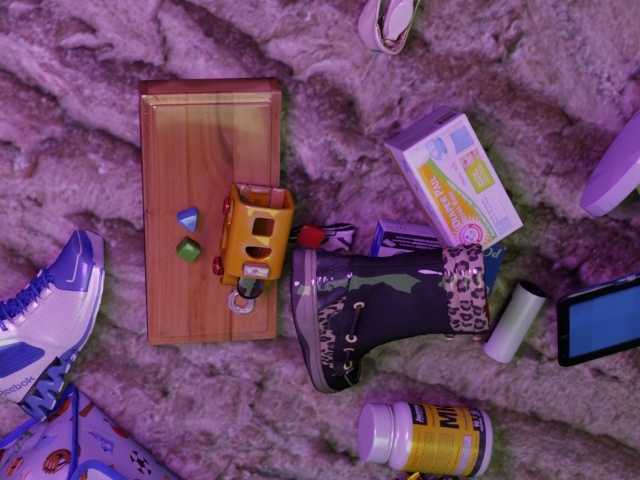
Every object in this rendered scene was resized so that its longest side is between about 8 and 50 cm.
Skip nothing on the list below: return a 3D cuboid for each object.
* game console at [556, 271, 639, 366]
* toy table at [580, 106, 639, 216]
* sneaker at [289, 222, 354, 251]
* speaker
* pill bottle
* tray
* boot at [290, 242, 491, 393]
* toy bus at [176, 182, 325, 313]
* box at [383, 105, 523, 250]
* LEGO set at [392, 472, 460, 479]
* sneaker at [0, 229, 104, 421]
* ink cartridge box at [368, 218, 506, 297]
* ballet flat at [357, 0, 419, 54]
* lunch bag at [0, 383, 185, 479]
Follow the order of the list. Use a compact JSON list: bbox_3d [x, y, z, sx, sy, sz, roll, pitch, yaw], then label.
[{"bbox_3d":[0.530,0.169,1.989,0.173,0.250,0.293,-45,153,-12],"label":"game console"},{"bbox_3d":[0.543,-0.115,1.888,0.161,0.252,0.274,34,119,-7],"label":"toy table"},{"bbox_3d":[0.000,0.000,1.942,0.109,0.040,0.043,-2,118,-9],"label":"sneaker"},{"bbox_3d":[0.324,0.135,2.061,0.055,0.055,0.136,19,112,-19],"label":"speaker"},{"bbox_3d":[0.175,0.334,2.095,0.208,0.119,0.119,7,114,-15],"label":"pill bottle"},{"bbox_3d":[-0.166,-0.038,1.874,0.203,0.076,0.411,-3,116,-10],"label":"tray"},{"bbox_3d":[0.113,0.119,1.873,0.284,0.138,0.377,-5,147,6],"label":"boot"},{"bbox_3d":[-0.098,0.017,1.814,0.191,0.104,0.202,-36,117,8],"label":"toy bus"},{"bbox_3d":[0.201,-0.085,1.876,0.114,0.103,0.203,-33,108,-5],"label":"box"},{"bbox_3d":[0.241,0.570,2.183,0.255,0.192,0.331,-31,117,5],"label":"LEGO set"},{"bbox_3d":[-0.451,0.125,1.870,0.182,0.127,0.315,19,113,-21],"label":"sneaker"},{"bbox_3d":[0.183,0.030,1.988,0.207,0.046,0.097,8,115,-14],"label":"ink cartridge box"},{"bbox_3d":[0.125,-0.378,1.756,0.086,0.086,0.248,13,113,-16],"label":"ballet flat"},{"bbox_3d":[-0.334,0.459,1.913,0.239,0.385,0.328,-40,115,10],"label":"lunch bag"}]
